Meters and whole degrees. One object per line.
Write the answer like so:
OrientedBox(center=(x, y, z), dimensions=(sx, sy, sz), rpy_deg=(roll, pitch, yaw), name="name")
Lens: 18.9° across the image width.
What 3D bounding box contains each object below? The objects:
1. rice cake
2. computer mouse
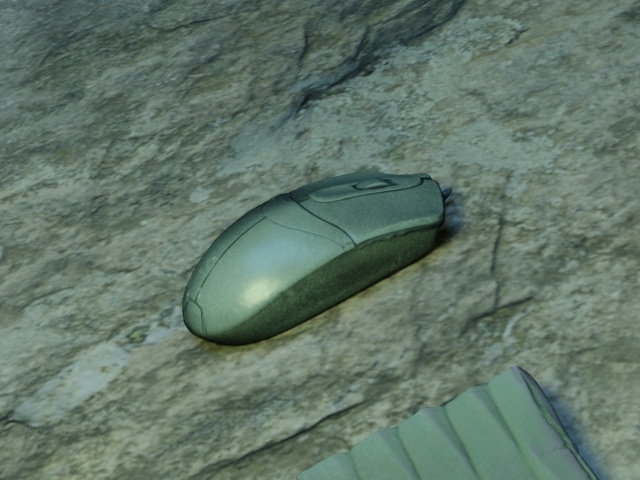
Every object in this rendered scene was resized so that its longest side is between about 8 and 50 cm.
OrientedBox(center=(0.084, 0.166, 1.117), dimensions=(0.189, 0.037, 0.198), rpy_deg=(-26, 33, -10), name="rice cake")
OrientedBox(center=(-0.003, -0.004, 1.396), dimensions=(0.229, 0.068, 0.113), rpy_deg=(-30, 35, -17), name="computer mouse")
